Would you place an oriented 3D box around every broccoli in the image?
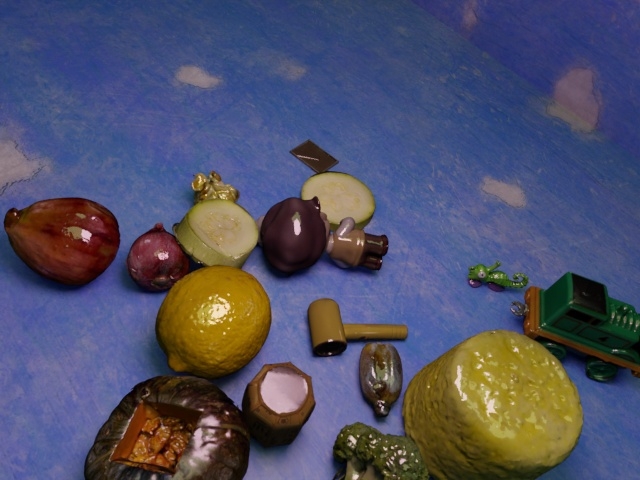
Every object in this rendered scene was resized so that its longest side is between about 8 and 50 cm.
[{"bbox_3d":[0.121,0.548,1.014,0.254,0.186,0.302,1,64,32],"label":"broccoli"}]

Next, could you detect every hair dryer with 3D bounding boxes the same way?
[{"bbox_3d":[0.104,0.234,1.320,0.279,0.090,0.134,5,49,-19],"label":"hair dryer"}]

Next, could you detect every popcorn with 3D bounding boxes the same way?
[{"bbox_3d":[-0.315,-0.122,1.454,0.162,0.136,0.141,19,40,-54],"label":"popcorn"}]

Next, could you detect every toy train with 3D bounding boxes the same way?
[{"bbox_3d":[0.758,0.235,1.371,0.430,0.249,0.178,20,49,2],"label":"toy train"}]

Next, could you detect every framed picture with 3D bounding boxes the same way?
[{"bbox_3d":[-0.022,-0.300,1.754,0.149,0.011,0.109,39,52,17],"label":"framed picture"}]

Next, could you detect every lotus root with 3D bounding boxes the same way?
[{"bbox_3d":[0.152,0.346,1.228,0.113,0.088,0.192,9,55,-10],"label":"lotus root"}]

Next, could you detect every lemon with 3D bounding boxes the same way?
[{"bbox_3d":[-0.240,0.183,1.149,0.254,0.253,0.310,32,46,12],"label":"lemon"}]

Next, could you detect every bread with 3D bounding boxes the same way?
[{"bbox_3d":[0.391,0.390,1.113,0.349,0.307,0.348,8,53,-11],"label":"bread"}]

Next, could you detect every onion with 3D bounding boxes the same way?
[{"bbox_3d":[-0.426,0.034,1.289,0.160,0.159,0.194,-3,53,-17],"label":"onion"}]

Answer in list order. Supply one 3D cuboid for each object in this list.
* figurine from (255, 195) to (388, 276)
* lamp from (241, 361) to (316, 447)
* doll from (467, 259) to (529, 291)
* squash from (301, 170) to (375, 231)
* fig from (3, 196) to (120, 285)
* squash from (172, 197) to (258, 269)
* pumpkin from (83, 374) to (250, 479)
[{"bbox_3d":[0.003,-0.015,1.408,0.365,0.218,0.206,2,50,-21],"label":"figurine"},{"bbox_3d":[-0.095,0.364,1.085,0.161,0.185,0.161,7,51,-9],"label":"lamp"},{"bbox_3d":[0.543,0.112,1.504,0.190,0.115,0.050,16,49,-5],"label":"doll"},{"bbox_3d":[0.054,-0.132,1.619,0.252,0.048,0.252,6,50,-7],"label":"squash"},{"bbox_3d":[-0.636,-0.006,1.232,0.263,0.224,0.223,12,50,-1],"label":"fig"},{"bbox_3d":[-0.278,-0.012,1.318,0.220,0.133,0.220,35,22,-16],"label":"squash"},{"bbox_3d":[-0.294,0.419,0.966,0.321,0.192,0.320,-1,49,1],"label":"pumpkin"}]
